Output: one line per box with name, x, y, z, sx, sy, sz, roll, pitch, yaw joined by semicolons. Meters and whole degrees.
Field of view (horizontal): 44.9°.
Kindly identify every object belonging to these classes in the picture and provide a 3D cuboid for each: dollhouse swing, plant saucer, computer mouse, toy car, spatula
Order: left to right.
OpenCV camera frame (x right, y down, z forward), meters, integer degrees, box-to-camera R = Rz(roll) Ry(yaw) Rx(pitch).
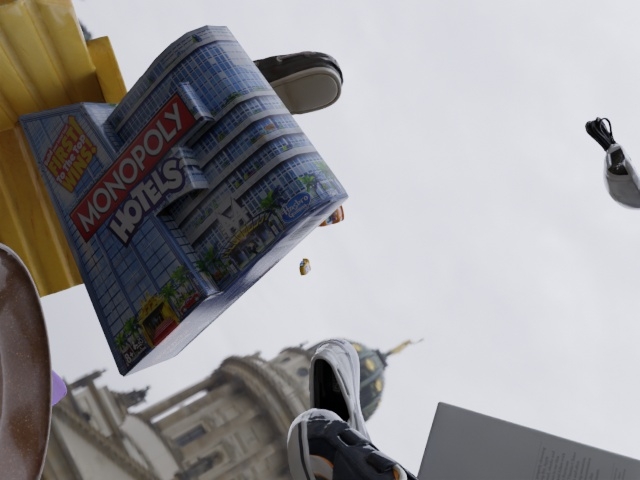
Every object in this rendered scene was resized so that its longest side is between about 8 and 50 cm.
plant saucer;-0.228;0.100;0.514;0.198;0.036;0.198;-4;90;-89
dollhouse swing;-0.361;-0.070;0.838;0.305;0.347;0.315;-165;-123;-75
spatula;-0.549;0.310;1.370;0.084;0.296;0.030;47;-60;-5
toy car;0.000;0.000;1.119;0.060;0.040;0.122;8;-70;12
computer mouse;0.386;-0.089;1.007;0.042;0.193;0.106;-28;-74;22

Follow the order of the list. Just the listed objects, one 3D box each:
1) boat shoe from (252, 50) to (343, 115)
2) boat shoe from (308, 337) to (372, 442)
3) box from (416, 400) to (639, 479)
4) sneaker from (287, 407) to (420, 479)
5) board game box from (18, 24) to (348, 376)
boat shoe;-0.124;-0.259;1.371;0.095;0.335;0.112;-93;170;-50
boat shoe;0.020;0.288;1.229;0.095;0.084;0.258;-6;-81;28
box;0.359;0.427;1.357;0.346;0.168;0.215;14;-19;19
sneaker;0.053;0.267;0.769;0.126;0.127;0.321;50;11;-26
board game box;-0.112;-0.043;0.522;0.194;0.060;0.194;-43;-104;28
